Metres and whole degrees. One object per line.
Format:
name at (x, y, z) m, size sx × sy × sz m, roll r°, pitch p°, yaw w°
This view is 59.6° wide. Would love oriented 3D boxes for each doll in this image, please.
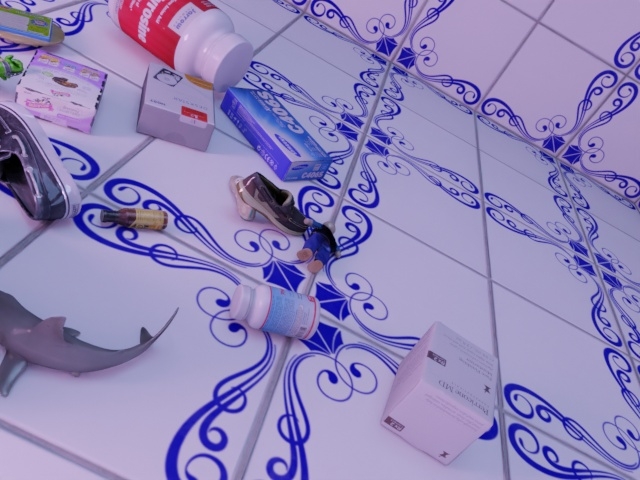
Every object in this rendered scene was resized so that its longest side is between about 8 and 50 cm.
doll at (0.000, 0.000, 1.349) m, size 0.129 × 0.046 × 0.189 m, roll 50°, pitch 30°, yaw -9°

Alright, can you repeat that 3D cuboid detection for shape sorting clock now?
shape sorting clock at (-0.777, -0.554, 1.452) m, size 0.206 × 0.040 × 0.206 m, roll 18°, pitch 37°, yaw -14°

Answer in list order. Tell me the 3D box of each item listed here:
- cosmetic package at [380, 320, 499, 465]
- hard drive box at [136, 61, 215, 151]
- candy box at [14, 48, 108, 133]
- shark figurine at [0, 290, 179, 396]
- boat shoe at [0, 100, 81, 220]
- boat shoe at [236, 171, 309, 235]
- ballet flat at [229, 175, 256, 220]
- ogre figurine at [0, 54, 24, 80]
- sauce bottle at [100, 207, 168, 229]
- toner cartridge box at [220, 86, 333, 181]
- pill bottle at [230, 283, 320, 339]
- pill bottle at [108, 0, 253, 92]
cosmetic package at (0.231, 0.289, 1.072) m, size 0.151 × 0.151 × 0.183 m, roll 31°, pitch 34°, yaw 1°
hard drive box at (-0.377, -0.353, 1.471) m, size 0.181 × 0.089 × 0.232 m, roll 14°, pitch 38°, yaw -24°
candy box at (-0.600, -0.349, 1.304) m, size 0.165 × 0.070 × 0.196 m, roll 16°, pitch 36°, yaw -23°
shark figurine at (-0.360, 0.143, 0.829) m, size 0.278 × 0.116 × 0.166 m, roll 14°, pitch 39°, yaw -21°
boat shoe at (-0.571, -0.151, 1.051) m, size 0.301 × 0.108 × 0.102 m, roll 51°, pitch 36°, yaw 15°
boat shoe at (-0.095, -0.084, 1.309) m, size 0.224 × 0.073 × 0.080 m, roll 34°, pitch 33°, yaw -38°
ballet flat at (-0.180, -0.116, 1.355) m, size 0.057 × 0.052 × 0.168 m, roll 8°, pitch 40°, yaw -31°
ogre figurine at (-0.758, -0.382, 1.195) m, size 0.197 × 0.096 × 0.118 m, roll 33°, pitch 32°, yaw 1°
sauce bottle at (-0.373, -0.045, 1.121) m, size 0.128 × 0.042 × 0.042 m, roll 3°, pitch 43°, yaw -33°
toner cartridge box at (-0.131, -0.314, 1.628) m, size 0.165 × 0.075 × 0.348 m, roll -12°, pitch 53°, yaw -45°
pill bottle at (-0.087, 0.134, 1.076) m, size 0.160 × 0.087 × 0.087 m, roll 17°, pitch 36°, yaw -22°
pill bottle at (-0.409, -0.628, 1.671) m, size 0.408 × 0.229 × 0.229 m, roll 38°, pitch 34°, yaw 10°
